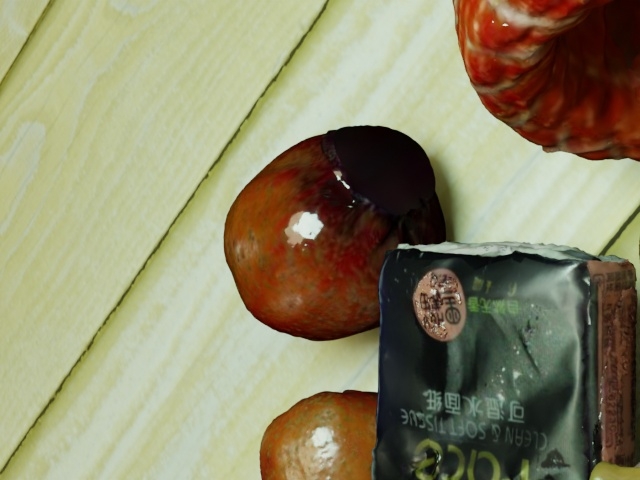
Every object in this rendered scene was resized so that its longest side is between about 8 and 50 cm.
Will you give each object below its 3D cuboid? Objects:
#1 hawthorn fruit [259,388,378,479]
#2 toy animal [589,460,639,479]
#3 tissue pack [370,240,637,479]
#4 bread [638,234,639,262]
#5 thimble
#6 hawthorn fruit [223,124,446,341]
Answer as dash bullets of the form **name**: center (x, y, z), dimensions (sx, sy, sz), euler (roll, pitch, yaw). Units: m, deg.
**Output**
- **hawthorn fruit**: center (0.023, 0.240, 1.358), dimensions (0.157, 0.157, 0.194), euler (-23, 70, 41)
- **toy animal**: center (0.293, 0.187, 0.998), dimensions (0.169, 0.195, 0.281), euler (-57, -4, -26)
- **tissue pack**: center (0.155, 0.167, 1.218), dimensions (0.245, 0.123, 0.332), euler (5, 97, 50)
- **bread**: center (0.311, 0.032, 1.142), dimensions (0.132, 0.103, 0.172), euler (-9, 72, 46)
- **thimble**: center (0.256, -0.221, 1.097), dimensions (0.350, 0.350, 0.231), euler (-22, 59, 42)
- **hawthorn fruit**: center (0.000, 0.000, 1.414), dimensions (0.249, 0.215, 0.215), euler (-20, 65, 46)
